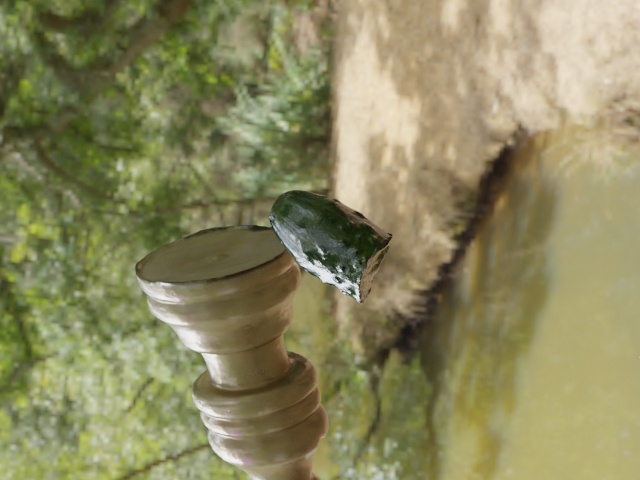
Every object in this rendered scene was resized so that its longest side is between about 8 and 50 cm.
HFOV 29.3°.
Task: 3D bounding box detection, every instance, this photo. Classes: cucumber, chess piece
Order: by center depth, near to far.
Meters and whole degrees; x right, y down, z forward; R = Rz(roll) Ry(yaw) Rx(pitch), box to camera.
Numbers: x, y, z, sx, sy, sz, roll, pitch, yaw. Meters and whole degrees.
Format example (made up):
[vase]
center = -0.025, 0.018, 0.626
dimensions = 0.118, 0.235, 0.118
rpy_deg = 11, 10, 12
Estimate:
[cucumber]
center = 0.000, 0.000, 0.996
dimensions = 0.035, 0.107, 0.067
rpy_deg = -17, -47, -63
[chess piece]
center = -0.068, 0.145, 1.194
dimensions = 0.124, 0.139, 0.307
rpy_deg = 23, 133, 53
